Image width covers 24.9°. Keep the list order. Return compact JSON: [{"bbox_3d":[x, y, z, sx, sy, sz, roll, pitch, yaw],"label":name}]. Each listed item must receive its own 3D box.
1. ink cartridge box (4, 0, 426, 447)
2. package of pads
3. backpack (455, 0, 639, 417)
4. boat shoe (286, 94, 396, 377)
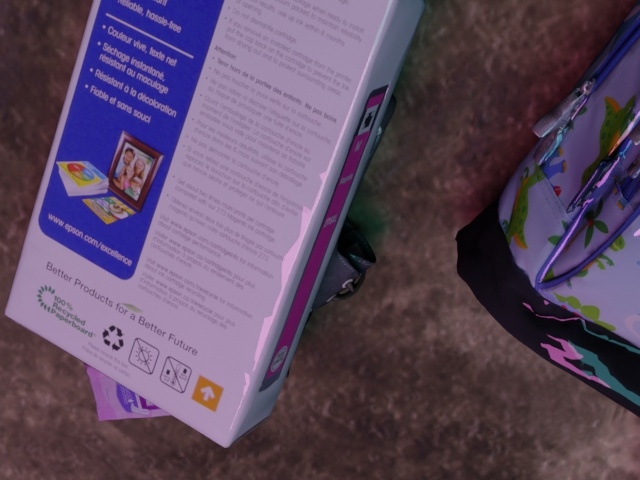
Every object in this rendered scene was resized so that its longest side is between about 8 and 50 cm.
[{"bbox_3d":[-0.058,-0.077,0.841,0.175,0.069,0.371,28,116,18],"label":"ink cartridge box"},{"bbox_3d":[-0.119,0.098,1.013,0.083,0.032,0.050,-5,122,7],"label":"package of pads"},{"bbox_3d":[0.277,-0.045,0.795,0.290,0.273,0.356,30,106,-6],"label":"backpack"},{"bbox_3d":[0.000,0.000,0.927,0.076,0.080,0.229,12,112,-1],"label":"boat shoe"}]
